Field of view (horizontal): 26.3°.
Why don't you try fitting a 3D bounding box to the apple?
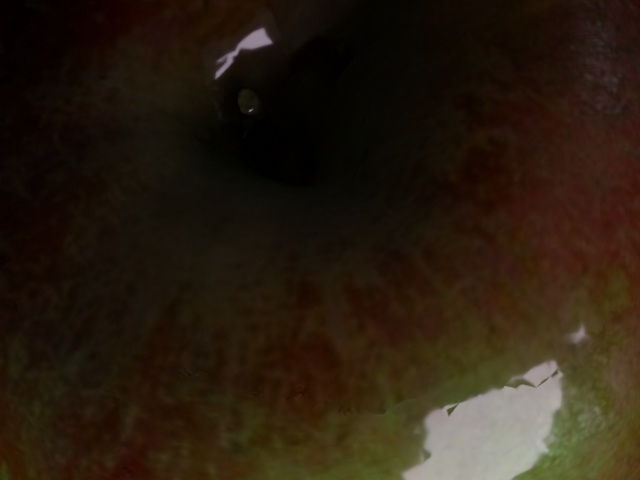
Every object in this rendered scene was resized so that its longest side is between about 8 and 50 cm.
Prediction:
[{"bbox_3d":[0.000,0.000,0.576,0.348,0.348,0.277,-37,153,-3],"label":"apple"}]
